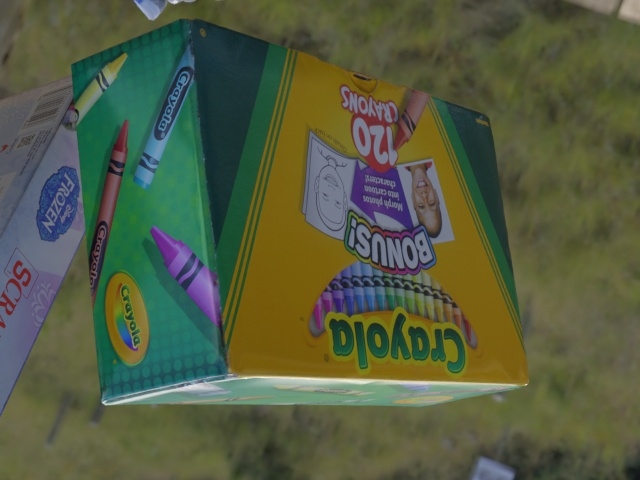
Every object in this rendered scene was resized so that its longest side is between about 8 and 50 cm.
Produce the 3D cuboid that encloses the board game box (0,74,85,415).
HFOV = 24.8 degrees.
[{"bbox_3d":[-0.316,0.036,1.021,0.318,0.318,0.066,-14,126,27],"label":"board game box"}]

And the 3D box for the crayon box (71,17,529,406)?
[{"bbox_3d":[0.000,0.000,0.759,0.081,0.165,0.278,-15,166,34],"label":"crayon box"}]

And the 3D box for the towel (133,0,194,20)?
[{"bbox_3d":[-0.115,-0.199,0.461,0.285,0.034,0.209,56,-176,-13],"label":"towel"}]
